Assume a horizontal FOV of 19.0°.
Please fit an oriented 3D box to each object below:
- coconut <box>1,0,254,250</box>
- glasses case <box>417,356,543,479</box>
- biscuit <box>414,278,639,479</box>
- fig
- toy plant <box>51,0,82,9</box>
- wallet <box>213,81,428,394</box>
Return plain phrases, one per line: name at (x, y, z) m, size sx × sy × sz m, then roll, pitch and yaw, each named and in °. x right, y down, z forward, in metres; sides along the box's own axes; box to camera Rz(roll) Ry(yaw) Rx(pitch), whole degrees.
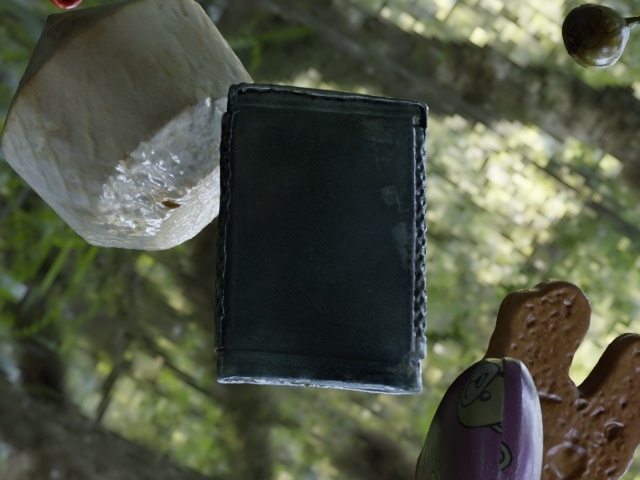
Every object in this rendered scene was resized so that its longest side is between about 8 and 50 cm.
coconut at (-0.229, -0.158, 2.277) m, size 0.329 × 0.329 × 0.329 m, roll -50°, pitch -161°, yaw 25°
glasses case at (0.110, 0.168, 1.357) m, size 0.316 × 0.076 × 0.123 m, roll 96°, pitch 0°, yaw -72°
biscuit at (0.184, 0.206, 1.721) m, size 0.334 × 0.202 × 0.047 m, roll -63°, pitch -158°, yaw -8°
fig at (0.337, -0.248, 2.279) m, size 0.098 × 0.082 × 0.084 m, roll -20°, pitch 180°, yaw -23°
toy plant at (-0.217, -0.330, 1.623) m, size 0.154 × 0.240 × 0.088 m, roll -31°, pitch -157°, yaw -1°
wallet at (0.000, 0.000, 2.113) m, size 0.075 × 0.237 × 0.342 m, roll 130°, pitch -37°, yaw -68°
